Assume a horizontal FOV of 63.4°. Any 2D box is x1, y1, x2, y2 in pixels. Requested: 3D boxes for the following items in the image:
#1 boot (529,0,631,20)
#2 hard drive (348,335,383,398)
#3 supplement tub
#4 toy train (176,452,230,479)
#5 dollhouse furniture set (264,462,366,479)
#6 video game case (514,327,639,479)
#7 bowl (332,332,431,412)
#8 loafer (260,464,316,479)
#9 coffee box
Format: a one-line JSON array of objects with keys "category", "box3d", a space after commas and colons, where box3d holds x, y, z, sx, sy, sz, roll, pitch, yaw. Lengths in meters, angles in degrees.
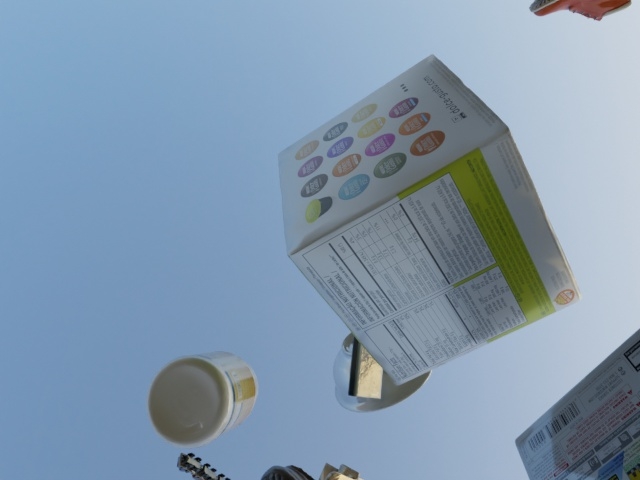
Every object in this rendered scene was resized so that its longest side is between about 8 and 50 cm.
[{"category": "boot", "box3d": [0.444, -0.404, 0.884, 0.158, 0.084, 0.059, -11, -143, 30]}, {"category": "hard drive", "box3d": [0.096, 0.253, 1.064, 0.094, 0.022, 0.135, 23, -112, -46]}, {"category": "supplement tub", "box3d": [-0.194, 0.268, 0.903, 0.144, 0.200, 0.144, -2, -100, 10]}, {"category": "toy train", "box3d": [-0.214, 0.424, 0.944, 0.036, 0.158, 0.027, -16, -137, 15]}, {"category": "dollhouse furniture set", "box3d": [-0.116, 0.600, 1.179, 0.174, 0.355, 0.303, 42, -113, -39]}, {"category": "video game case", "box3d": [0.401, 0.266, 0.627, 0.036, 0.329, 0.300, 31, -157, -13]}, {"category": "bowl", "box3d": [0.149, 0.319, 1.425, 0.298, 0.298, 0.134, -35, -71, -29]}, {"category": "loafer", "box3d": [0.033, 0.549, 0.932, 0.366, 0.134, 0.130, 44, -165, 11]}, {"category": "coffee box", "box3d": [0.158, -0.036, 0.874, 0.334, 0.338, 0.337, -30, -148, 13]}]
